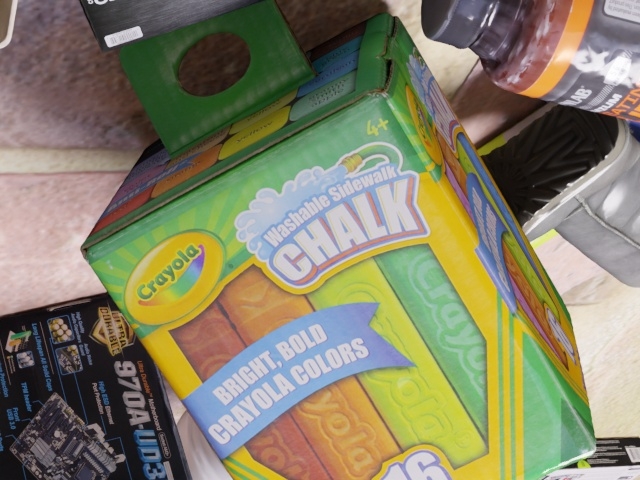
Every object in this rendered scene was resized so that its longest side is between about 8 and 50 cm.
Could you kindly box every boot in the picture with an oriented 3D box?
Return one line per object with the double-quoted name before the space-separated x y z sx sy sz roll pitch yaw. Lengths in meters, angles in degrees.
"boot" 0.166 -0.009 0.990 0.190 0.076 0.208 -29 156 21

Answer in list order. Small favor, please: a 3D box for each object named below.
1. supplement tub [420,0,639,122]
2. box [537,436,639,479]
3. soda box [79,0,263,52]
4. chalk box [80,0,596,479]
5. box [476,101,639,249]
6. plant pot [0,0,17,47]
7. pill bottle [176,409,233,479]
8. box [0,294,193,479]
"supplement tub" 0.157 -0.121 0.811 0.198 0.106 0.106 11 142 -13
"box" 0.240 0.253 1.580 0.207 0.036 0.114 4 143 -36
"soda box" -0.038 -0.151 0.713 0.169 0.060 0.053 -18 149 -3
"chalk box" 0.000 0.000 0.809 0.180 0.179 0.289 -29 106 14
"box" 0.185 -0.065 1.011 0.178 0.042 0.109 -34 148 25
"plant pot" -0.181 -0.146 0.596 0.109 0.096 0.109 -6 148 -24
"pill bottle" 0.006 0.101 1.066 0.153 0.153 0.264 4 143 -36
"box" -0.177 0.149 0.965 0.175 0.220 0.051 -14 147 -13
